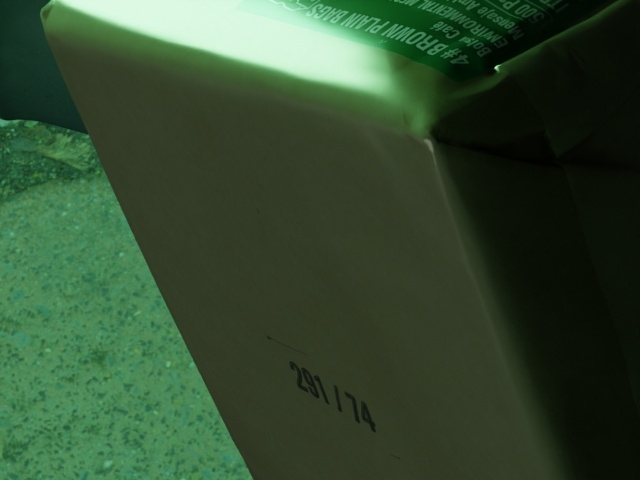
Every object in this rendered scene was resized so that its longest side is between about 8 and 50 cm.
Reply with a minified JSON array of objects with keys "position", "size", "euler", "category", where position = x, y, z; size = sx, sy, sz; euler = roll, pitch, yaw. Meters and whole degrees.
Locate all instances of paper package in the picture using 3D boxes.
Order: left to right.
[{"position":[0.058,0.006,0.872],"size":[0.325,0.168,0.309],"euler":[22,142,54],"category":"paper package"}]

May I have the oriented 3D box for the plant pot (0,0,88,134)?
[{"position":[-0.097,-0.177,1.300],"size":[0.271,0.255,0.272],"euler":[-1,-90,-89],"category":"plant pot"}]
